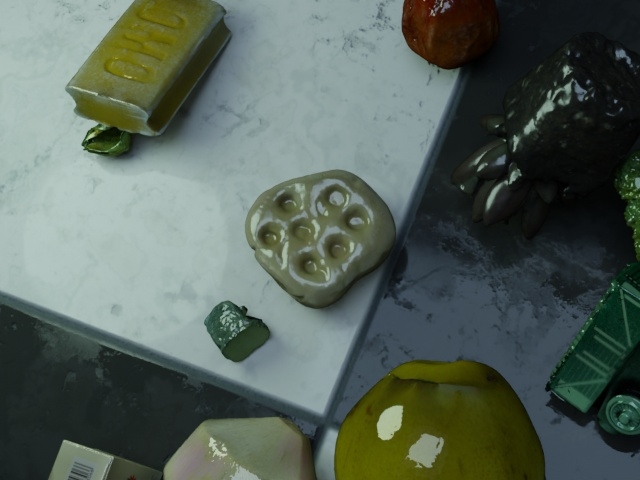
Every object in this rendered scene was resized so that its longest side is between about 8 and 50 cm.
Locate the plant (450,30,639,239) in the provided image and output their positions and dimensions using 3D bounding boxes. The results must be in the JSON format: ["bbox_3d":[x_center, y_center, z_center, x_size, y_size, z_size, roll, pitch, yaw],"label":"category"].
[{"bbox_3d":[0.332,-0.136,1.453,0.182,0.320,0.194,19,53,-12],"label":"plant"}]

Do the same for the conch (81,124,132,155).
[{"bbox_3d":[-0.358,-0.185,1.743,0.121,0.074,0.089,-26,31,1],"label":"conch"}]

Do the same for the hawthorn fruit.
[{"bbox_3d":[0.207,-0.362,1.630,0.174,0.179,0.173,1,101,5],"label":"hawthorn fruit"}]

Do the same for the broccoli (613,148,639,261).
[{"bbox_3d":[0.522,-0.031,1.445,0.254,0.186,0.302,16,49,-18],"label":"broccoli"}]

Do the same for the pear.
[{"bbox_3d":[0.164,0.325,1.345,0.285,0.285,0.336,-19,83,6],"label":"pear"}]

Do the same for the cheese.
[{"bbox_3d":[0.000,0.000,1.575,0.235,0.117,0.217,9,74,15],"label":"cheese"}]

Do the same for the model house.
[{"bbox_3d":[-0.134,0.136,1.595,0.079,0.066,0.083,-44,49,7],"label":"model house"}]

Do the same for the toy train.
[{"bbox_3d":[0.420,0.152,1.354,0.154,0.269,0.115,37,45,18],"label":"toy train"}]

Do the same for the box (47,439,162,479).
[{"bbox_3d":[-0.337,0.416,1.474,0.095,0.168,0.211,13,74,21],"label":"box"}]

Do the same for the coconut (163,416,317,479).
[{"bbox_3d":[-0.109,0.350,1.432,0.237,0.197,0.236,-6,70,17],"label":"coconut"}]

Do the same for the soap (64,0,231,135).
[{"bbox_3d":[-0.291,-0.309,1.729,0.174,0.089,0.274,18,58,16],"label":"soap"}]
